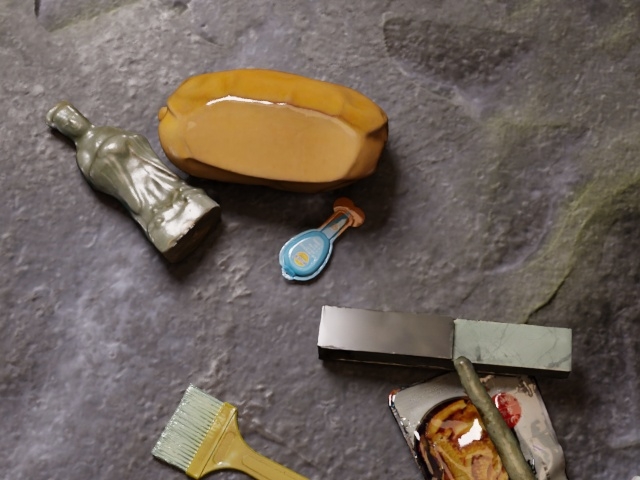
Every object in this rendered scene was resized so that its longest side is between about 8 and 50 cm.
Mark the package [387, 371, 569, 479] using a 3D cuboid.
[{"bbox_3d":[0.182,0.238,1.300,0.154,0.030,0.239,-21,78,-9],"label":"package"}]

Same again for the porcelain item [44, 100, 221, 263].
[{"bbox_3d":[-0.204,-0.076,1.344,0.215,0.069,0.081,43,83,12],"label":"porcelain item"}]

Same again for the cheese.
[{"bbox_3d":[0.000,0.000,1.355,0.047,0.017,0.111,45,79,4],"label":"cheese"}]

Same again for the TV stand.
[{"bbox_3d":[0.127,0.106,1.310,0.256,0.040,0.049,4,64,3],"label":"TV stand"}]

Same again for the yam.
[{"bbox_3d":[0.194,0.219,1.268,0.029,0.027,0.234,-28,87,22],"label":"yam"}]

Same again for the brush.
[{"bbox_3d":[-0.064,0.230,1.301,0.205,0.011,0.083,28,76,3],"label":"brush"}]

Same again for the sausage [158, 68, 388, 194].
[{"bbox_3d":[-0.050,-0.115,1.324,0.241,0.136,0.120,7,106,-3],"label":"sausage"}]

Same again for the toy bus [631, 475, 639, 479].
[{"bbox_3d":[0.373,0.352,1.232,0.268,0.106,0.092,42,52,2],"label":"toy bus"}]
